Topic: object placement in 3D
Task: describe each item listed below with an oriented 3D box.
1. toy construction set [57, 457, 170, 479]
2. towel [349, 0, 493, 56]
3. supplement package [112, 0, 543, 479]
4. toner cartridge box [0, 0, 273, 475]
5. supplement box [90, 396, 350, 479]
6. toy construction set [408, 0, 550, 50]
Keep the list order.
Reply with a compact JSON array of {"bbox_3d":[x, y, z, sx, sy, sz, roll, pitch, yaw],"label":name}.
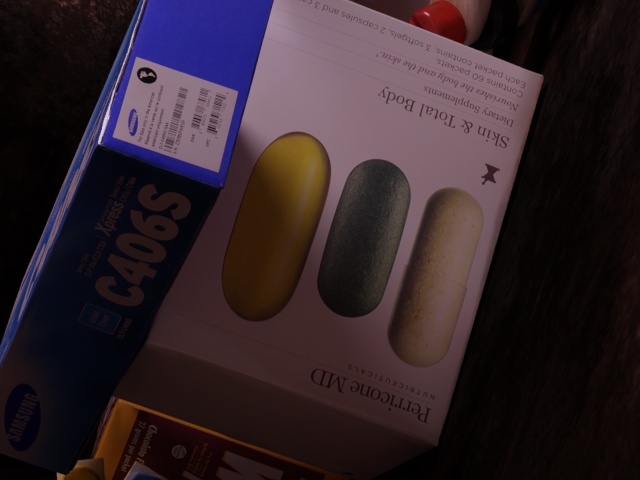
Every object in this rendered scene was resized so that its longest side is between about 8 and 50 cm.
[{"bbox_3d":[-0.141,0.334,1.334,0.151,0.215,0.327,-97,27,-79],"label":"toy construction set"},{"bbox_3d":[0.050,-0.254,1.514,0.317,0.053,0.331,16,91,48],"label":"towel"},{"bbox_3d":[0.000,0.000,1.235,0.198,0.199,0.262,132,156,-71],"label":"supplement package"},{"bbox_3d":[-0.129,-0.008,1.130,0.348,0.075,0.165,122,166,-50],"label":"toner cartridge box"},{"bbox_3d":[-0.086,0.174,1.484,0.194,0.191,0.129,-89,20,-70],"label":"supplement box"},{"bbox_3d":[0.066,-0.274,1.182,0.237,0.309,0.257,143,121,-60],"label":"toy construction set"}]
